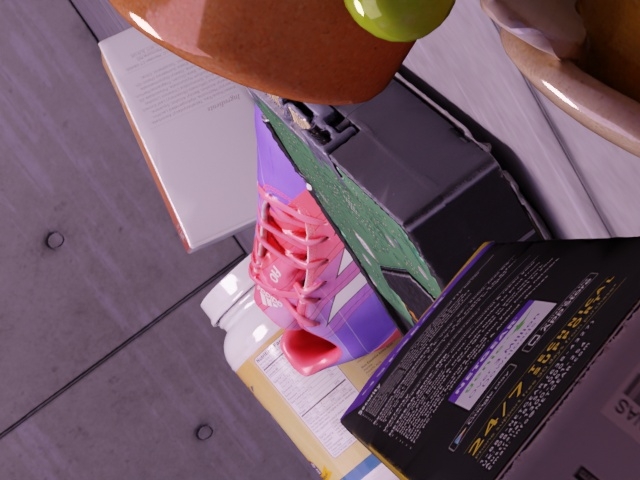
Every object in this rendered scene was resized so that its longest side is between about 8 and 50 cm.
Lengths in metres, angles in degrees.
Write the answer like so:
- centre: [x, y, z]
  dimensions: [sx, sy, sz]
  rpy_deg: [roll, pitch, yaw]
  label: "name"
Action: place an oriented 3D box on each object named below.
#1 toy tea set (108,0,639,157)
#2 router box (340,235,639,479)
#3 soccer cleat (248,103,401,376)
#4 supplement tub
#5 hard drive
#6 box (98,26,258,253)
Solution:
- centre: [0.033, -0.096, 0.398]
  dimensions: [0.336, 0.124, 0.200]
  rpy_deg: [32, -158, 22]
  label: "toy tea set"
- centre: [0.156, 0.123, 0.516]
  dimensions: [0.309, 0.081, 0.243]
  rpy_deg: [39, 176, -3]
  label: "router box"
- centre: [0.000, 0.000, 1.260]
  dimensions: [0.108, 0.116, 0.318]
  rpy_deg: [51, 175, 25]
  label: "soccer cleat"
- centre: [0.019, 0.087, 1.476]
  dimensions: [0.199, 0.144, 0.144]
  rpy_deg: [50, 175, 6]
  label: "supplement tub"
- centre: [0.090, 0.046, 1.065]
  dimensions: [0.339, 0.064, 0.237]
  rpy_deg: [56, 174, -33]
  label: "hard drive"
- centre: [-0.095, -0.085, 1.513]
  dimensions: [0.130, 0.091, 0.170]
  rpy_deg: [151, 95, -84]
  label: "box"
